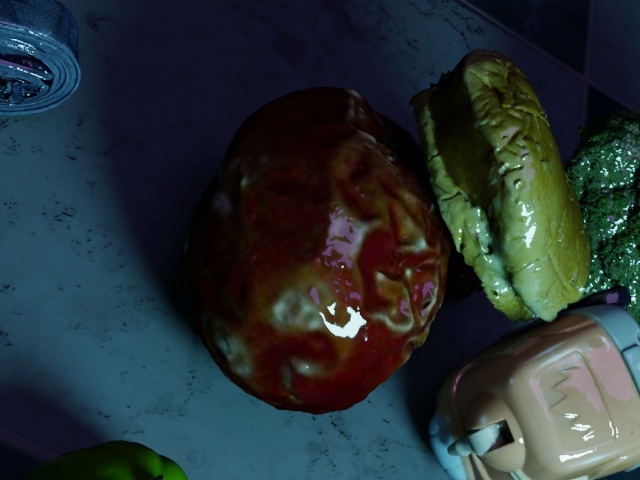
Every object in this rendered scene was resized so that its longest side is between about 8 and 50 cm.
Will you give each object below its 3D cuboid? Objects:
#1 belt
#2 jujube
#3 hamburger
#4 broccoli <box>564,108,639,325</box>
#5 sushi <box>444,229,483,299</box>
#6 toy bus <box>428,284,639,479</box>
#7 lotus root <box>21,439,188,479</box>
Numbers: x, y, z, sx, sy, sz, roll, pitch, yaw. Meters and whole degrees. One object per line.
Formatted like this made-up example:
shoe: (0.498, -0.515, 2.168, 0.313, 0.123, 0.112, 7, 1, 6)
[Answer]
belt: (-0.343, -0.198, 1.415, 0.190, 0.141, 0.082, 12, 51, -28)
jujube: (-0.001, 0.000, 1.449, 0.276, 0.276, 0.377, 33, 29, -12)
hamburger: (0.183, -0.078, 1.429, 0.211, 0.132, 0.309, 53, 21, -57)
broccoli: (0.430, -0.014, 1.784, 0.304, 0.321, 0.283, 26, 8, -4)
sushi: (0.172, -0.012, 1.653, 0.153, 0.150, 0.172, 42, 4, 7)
toy bus: (0.242, 0.187, 1.485, 0.232, 0.287, 0.194, -22, 84, -23)
lotus root: (-0.170, 0.243, 1.196, 0.186, 0.186, 0.186, 20, 49, -24)
